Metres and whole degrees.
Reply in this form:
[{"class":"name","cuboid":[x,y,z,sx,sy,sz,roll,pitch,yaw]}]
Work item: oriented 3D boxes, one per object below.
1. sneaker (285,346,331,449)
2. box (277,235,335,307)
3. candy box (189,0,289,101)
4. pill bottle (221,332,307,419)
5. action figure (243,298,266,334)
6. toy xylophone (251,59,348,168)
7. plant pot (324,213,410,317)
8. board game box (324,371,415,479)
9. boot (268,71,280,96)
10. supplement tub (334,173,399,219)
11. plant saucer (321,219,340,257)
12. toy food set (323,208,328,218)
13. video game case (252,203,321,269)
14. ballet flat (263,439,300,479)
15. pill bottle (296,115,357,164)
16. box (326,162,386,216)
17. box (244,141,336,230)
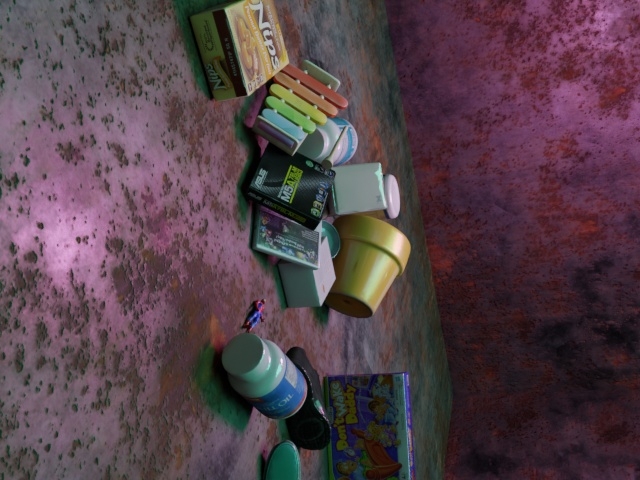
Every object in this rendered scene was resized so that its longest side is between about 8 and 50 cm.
[{"class":"sneaker","cuboid":[-0.030,0.390,1.722,0.130,0.109,0.286,-72,153,-64]},{"class":"box","cuboid":[-0.032,0.081,1.817,0.170,0.091,0.130,-55,137,-64]},{"class":"candy box","cuboid":[-0.170,-0.444,1.559,0.316,0.088,0.183,-61,142,-60]},{"class":"pill bottle","cuboid":[-0.119,0.278,1.442,0.221,0.124,0.124,58,31,-52]},{"class":"action figure","cuboid":[-0.142,0.167,1.561,0.115,0.030,0.038,-71,145,-56]},{"class":"toy xylophone","cuboid":[-0.035,-0.312,1.730,0.081,0.236,0.322,-54,-167,45]},{"class":"plant pot","cuboid":[0.114,0.088,2.065,0.239,0.254,0.254,-68,151,-25]},{"class":"board game box","cuboid":[0.140,0.554,1.974,0.078,0.233,0.347,21,64,-70]},{"class":"boot","cuboid":[-0.113,-0.423,1.818,0.114,0.037,0.106,-64,146,-51]},{"class":"supplement tub","cuboid":[0.146,-0.134,2.253,0.144,0.200,0.144,-5,90,-72]},{"class":"plant saucer","cuboid":[0.000,0.000,1.973,0.119,0.021,0.119,11,69,-29]},{"class":"toy food set","cuboid":[-0.055,-0.122,1.811,0.232,0.111,0.104,47,9,-47]},{"class":"video game case","cuboid":[-0.076,-0.034,1.682,0.190,0.022,0.173,21,60,-35]},{"class":"ballet flat","cuboid":[-0.087,0.571,1.551,0.087,0.083,0.247,111,-21,-75]},{"class":"pill bottle","cuboid":[0.006,-0.277,1.956,0.264,0.146,0.146,-26,110,-71]},{"class":"box","cuboid":[0.062,-0.134,1.913,0.232,0.149,0.126,176,-94,-70]},{"class":"box","cuboid":[-0.068,-0.134,1.651,0.045,0.184,0.190,-52,-166,44]}]
